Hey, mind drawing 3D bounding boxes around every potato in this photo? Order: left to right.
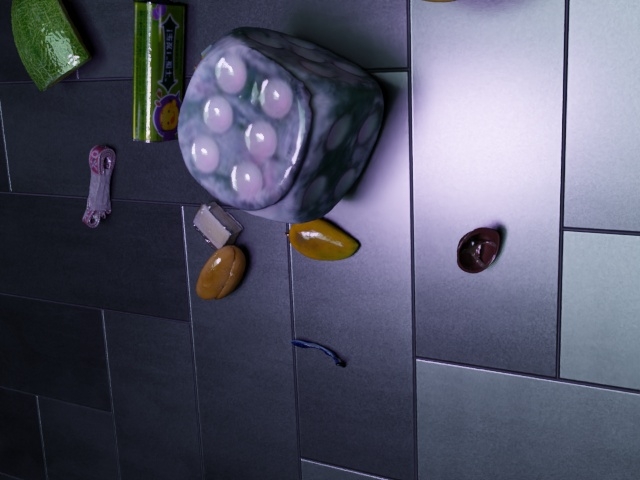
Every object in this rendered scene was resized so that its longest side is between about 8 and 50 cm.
[{"bbox_3d":[-0.266,-0.039,2.066,0.122,0.061,0.086,46,120,15],"label":"potato"}]

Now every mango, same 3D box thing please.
[{"bbox_3d":[0.000,0.000,1.923,0.187,0.066,0.101,18,112,16],"label":"mango"}]

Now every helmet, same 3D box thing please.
[{"bbox_3d":[0.334,0.011,1.734,0.089,0.057,0.111,20,110,-14],"label":"helmet"}]

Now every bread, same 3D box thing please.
[{"bbox_3d":[-0.254,0.092,2.061,0.077,0.114,0.189,49,126,28],"label":"bread"}]

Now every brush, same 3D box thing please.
[{"bbox_3d":[-0.290,-0.456,2.000,0.083,0.019,0.021,-38,72,31],"label":"brush"}]

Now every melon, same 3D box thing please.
[{"bbox_3d":[-0.746,-0.588,2.170,0.196,0.124,0.323,-23,92,25],"label":"melon"}]

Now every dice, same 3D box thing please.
[{"bbox_3d":[-0.087,-0.251,1.742,0.330,0.348,0.328,31,114,19],"label":"dice"}]

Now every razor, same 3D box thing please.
[{"bbox_3d":[-0.006,0.276,2.015,0.155,0.044,0.028,22,83,27],"label":"razor"}]

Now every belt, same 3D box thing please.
[{"bbox_3d":[-0.615,-0.151,2.239,0.053,0.071,0.232,24,110,30],"label":"belt"}]

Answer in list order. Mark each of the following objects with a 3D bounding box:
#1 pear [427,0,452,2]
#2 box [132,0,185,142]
[{"bbox_3d":[0.220,-0.611,1.484,0.348,0.348,0.348,8,106,28],"label":"pear"},{"bbox_3d":[-0.409,-0.425,2.010,0.097,0.134,0.345,14,110,28],"label":"box"}]
